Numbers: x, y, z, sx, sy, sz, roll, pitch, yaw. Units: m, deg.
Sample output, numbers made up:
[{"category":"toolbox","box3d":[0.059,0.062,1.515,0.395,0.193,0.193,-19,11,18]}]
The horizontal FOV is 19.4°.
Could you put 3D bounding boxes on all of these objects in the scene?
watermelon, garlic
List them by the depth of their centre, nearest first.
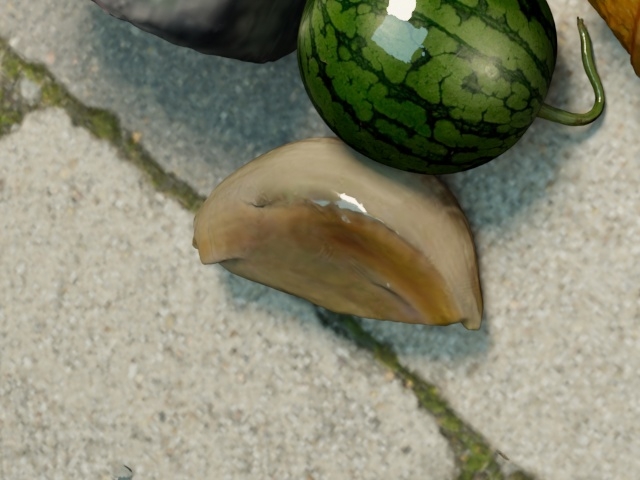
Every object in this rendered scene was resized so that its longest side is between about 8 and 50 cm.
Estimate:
[{"category":"watermelon","box3d":[0.080,-0.102,1.072,0.187,0.141,0.141,23,104,-10]},{"category":"garlic","box3d":[0.008,-0.011,1.133,0.195,0.087,0.101,11,111,18]}]

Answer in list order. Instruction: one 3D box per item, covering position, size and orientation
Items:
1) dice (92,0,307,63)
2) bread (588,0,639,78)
[{"category":"dice","box3d":[-0.068,-0.217,1.090,0.181,0.182,0.183,31,106,15]},{"category":"bread","box3d":[0.232,-0.207,0.970,0.142,0.195,0.270,45,112,19]}]
